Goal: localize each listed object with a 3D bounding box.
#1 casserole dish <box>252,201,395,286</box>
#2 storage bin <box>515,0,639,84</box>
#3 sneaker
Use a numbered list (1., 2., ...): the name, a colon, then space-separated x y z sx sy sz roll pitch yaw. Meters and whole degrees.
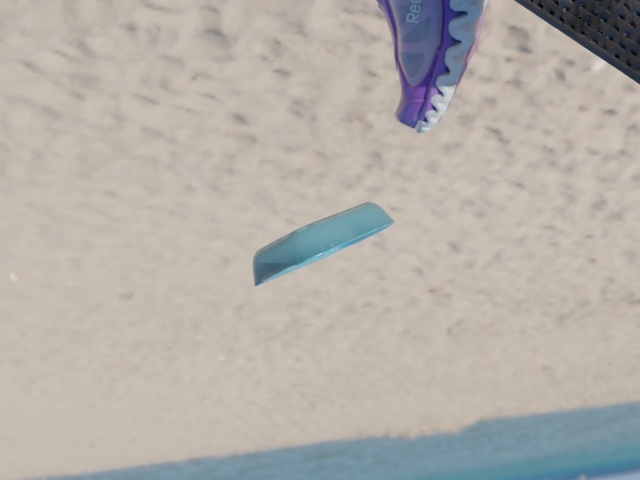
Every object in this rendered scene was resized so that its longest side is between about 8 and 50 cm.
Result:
1. casserole dish: 0.000 0.000 1.168 0.114 0.037 0.188 -28 177 39
2. storage bin: 0.193 -0.159 0.635 0.122 0.180 0.084 -13 136 -42
3. sneaker: 0.078 -0.191 0.848 0.104 0.095 0.236 16 137 8
